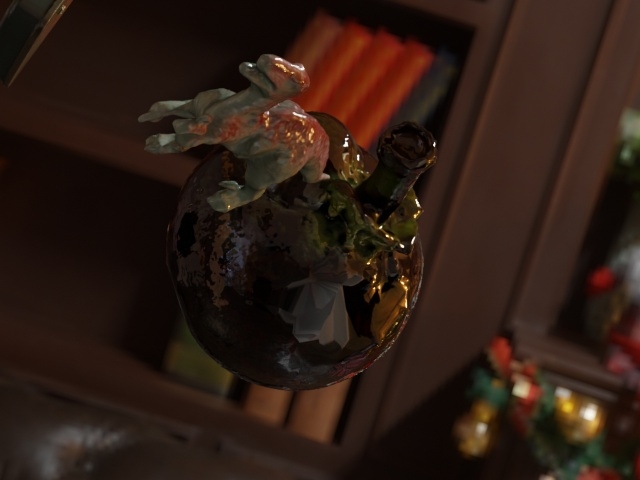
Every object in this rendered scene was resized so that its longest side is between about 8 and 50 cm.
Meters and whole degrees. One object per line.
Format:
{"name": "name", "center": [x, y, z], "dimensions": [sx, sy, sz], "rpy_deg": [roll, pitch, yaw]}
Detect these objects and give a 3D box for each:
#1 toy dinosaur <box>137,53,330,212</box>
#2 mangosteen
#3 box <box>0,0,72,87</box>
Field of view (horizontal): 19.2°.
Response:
{"name": "toy dinosaur", "center": [-0.028, -0.068, 1.259], "dimensions": [0.167, 0.053, 0.242], "rpy_deg": [-20, -21, 31]}
{"name": "mangosteen", "center": [0.000, 0.000, 1.585], "dimensions": [0.231, 0.231, 0.289], "rpy_deg": [13, -25, -30]}
{"name": "box", "center": [-0.203, -0.178, 1.395], "dimensions": [0.031, 0.126, 0.091], "rpy_deg": [34, -39, -8]}
